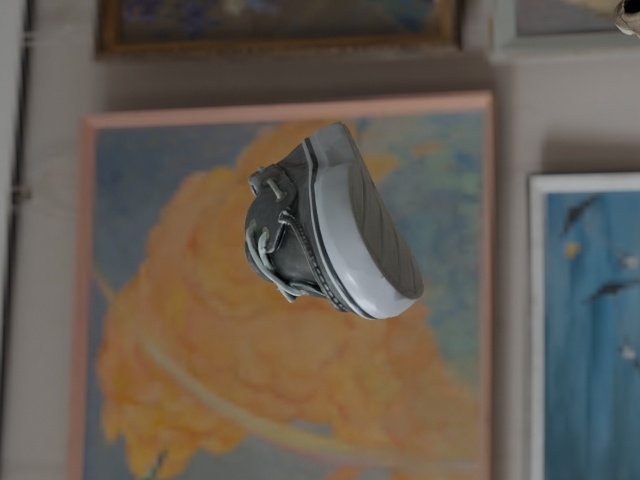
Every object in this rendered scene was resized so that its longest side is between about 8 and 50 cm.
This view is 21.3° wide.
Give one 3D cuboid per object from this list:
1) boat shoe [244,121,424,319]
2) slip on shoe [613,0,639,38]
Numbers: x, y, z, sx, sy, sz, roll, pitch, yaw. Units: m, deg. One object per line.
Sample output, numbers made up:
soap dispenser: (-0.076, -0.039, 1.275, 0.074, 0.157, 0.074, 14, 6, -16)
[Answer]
boat shoe: (0.000, 0.000, 1.365, 0.121, 0.119, 0.335, 59, -175, -14)
slip on shoe: (0.303, -0.217, 1.604, 0.041, 0.051, 0.135, 53, -169, -19)
